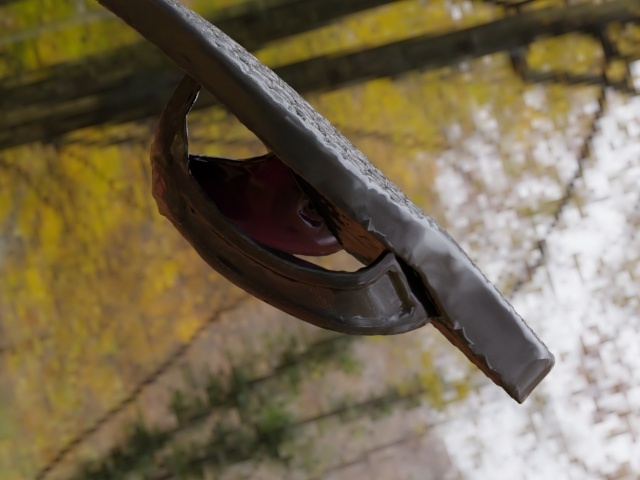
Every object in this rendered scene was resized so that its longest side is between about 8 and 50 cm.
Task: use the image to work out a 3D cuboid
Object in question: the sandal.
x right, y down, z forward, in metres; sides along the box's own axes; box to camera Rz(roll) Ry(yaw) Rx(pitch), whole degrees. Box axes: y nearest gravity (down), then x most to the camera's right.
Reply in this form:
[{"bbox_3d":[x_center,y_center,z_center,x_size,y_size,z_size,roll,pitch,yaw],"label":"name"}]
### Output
[{"bbox_3d":[0.002,0.002,1.152,0.167,0.107,0.446,42,-1,45],"label":"sandal"}]
